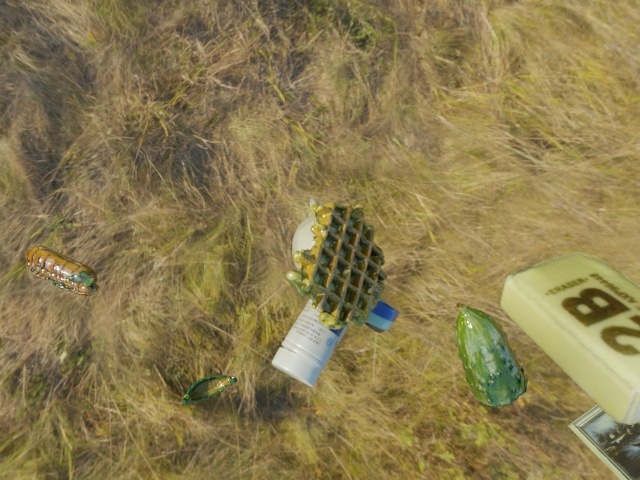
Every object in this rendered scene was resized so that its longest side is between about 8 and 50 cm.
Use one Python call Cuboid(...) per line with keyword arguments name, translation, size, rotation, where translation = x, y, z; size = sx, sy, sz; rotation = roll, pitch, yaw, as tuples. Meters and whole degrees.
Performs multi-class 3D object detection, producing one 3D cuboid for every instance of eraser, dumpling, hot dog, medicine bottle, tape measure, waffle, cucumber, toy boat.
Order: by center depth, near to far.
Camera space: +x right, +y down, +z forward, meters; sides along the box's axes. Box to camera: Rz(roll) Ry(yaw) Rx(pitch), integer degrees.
Cuboid(name="eraser", translation=(0.287, 0.086, 0.425), size=(0.117, 0.172, 0.058), rotation=(-17, 125, -9))
Cuboid(name="hot dog", translation=(-0.336, 0.042, 0.534), size=(0.037, 0.122, 0.049), rotation=(-46, 148, -50))
Cuboid(name="waffle", translation=(0.051, 0.047, 0.933), size=(0.281, 0.058, 0.301), rotation=(56, 45, -14))
Cuboid(name="cucumber", translation=(0.364, 0.241, 0.934), size=(0.134, 0.134, 0.244), rotation=(-32, 105, -13))
Cuboid(name="dumpling", translation=(0.000, -0.002, 1.304), size=(0.182, 0.341, 0.260), rotation=(9, 125, 6))
Cuboid(name="medicine bottle", translation=(-0.027, 0.381, 1.607), size=(0.190, 0.190, 0.332), rotation=(42, 70, -26))
Cuboid(name="toy boat", translation=(-0.461, 0.609, 1.716), size=(0.230, 0.088, 0.088), rotation=(-20, 101, -21))
Cuboid(name="tape measure", translation=(0.227, 0.300, 1.900), size=(0.262, 0.259, 0.138), rotation=(37, 95, -1))

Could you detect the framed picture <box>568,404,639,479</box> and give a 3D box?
Cuboid(name="framed picture", translation=(0.770, 0.420, 0.960), size=(0.296, 0.232, 0.019), rotation=(-40, 108, 4))
